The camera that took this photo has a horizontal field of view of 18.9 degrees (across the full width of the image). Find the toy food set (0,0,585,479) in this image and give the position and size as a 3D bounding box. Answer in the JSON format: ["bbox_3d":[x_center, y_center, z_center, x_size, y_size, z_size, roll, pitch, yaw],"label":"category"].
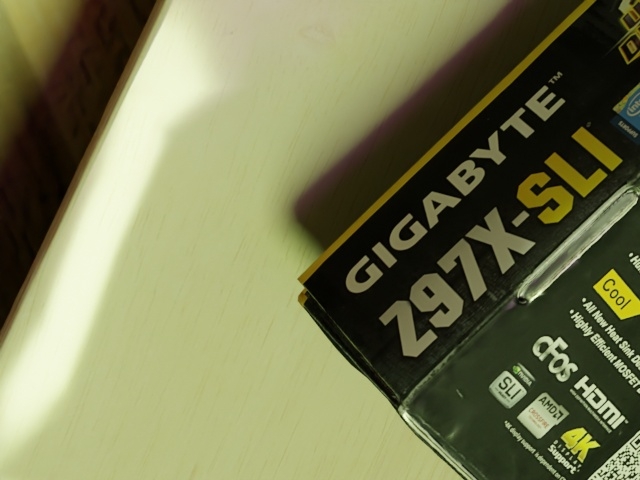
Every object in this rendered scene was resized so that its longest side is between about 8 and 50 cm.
[{"bbox_3d":[0.000,0.000,0.672,0.219,0.092,0.306,18,108,-28],"label":"toy food set"}]

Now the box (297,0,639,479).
[{"bbox_3d":[0.182,0.030,0.656,0.257,0.079,0.322,-46,129,1],"label":"box"}]
